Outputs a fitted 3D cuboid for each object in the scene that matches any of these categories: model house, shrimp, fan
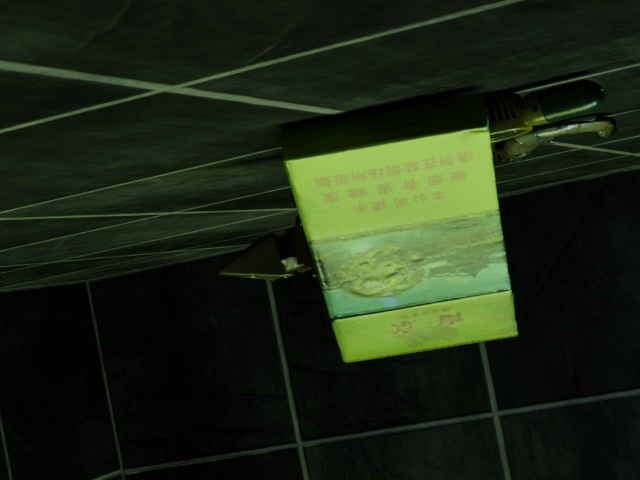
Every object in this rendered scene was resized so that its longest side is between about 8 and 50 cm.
[{"bbox_3d":[0.000,0.000,1.618,0.248,0.181,0.176,-15,179,-19],"label":"model house"},{"bbox_3d":[0.295,-0.129,1.882,0.148,0.035,0.195,-13,177,-8],"label":"shrimp"},{"bbox_3d":[0.188,-0.121,1.388,0.155,0.039,0.082,-13,176,25],"label":"fan"}]

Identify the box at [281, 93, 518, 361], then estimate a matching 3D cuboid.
[{"bbox_3d":[0.084,0.000,1.440,0.187,0.047,0.335,-10,142,5],"label":"box"}]
